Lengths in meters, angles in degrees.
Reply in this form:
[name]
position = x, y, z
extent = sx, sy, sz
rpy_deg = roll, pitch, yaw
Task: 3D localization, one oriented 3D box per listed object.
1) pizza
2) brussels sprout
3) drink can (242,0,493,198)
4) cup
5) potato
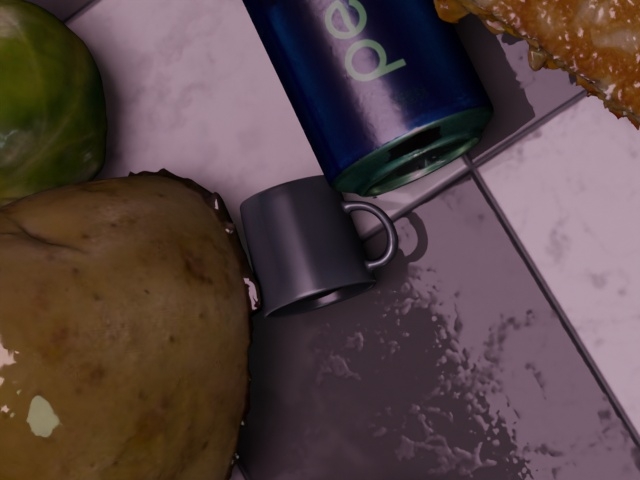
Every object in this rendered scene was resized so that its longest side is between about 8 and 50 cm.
[pizza]
position = 0.173, -0.143, 1.001
extent = 0.188, 0.062, 0.199
rpy_deg = -26, 91, -4
[brussels sprout]
position = -0.213, -0.100, 1.118
extent = 0.122, 0.151, 0.149
rpy_deg = -27, 53, -9
[drink can]
position = 0.020, -0.136, 1.031
extent = 0.118, 0.118, 0.205
rpy_deg = -28, 83, 19
[cup]
position = 0.000, 0.000, 1.066
extent = 0.100, 0.078, 0.077
rpy_deg = -19, 81, 12
[potato]
position = -0.178, 0.092, 1.048
extent = 0.242, 0.242, 0.285
rpy_deg = 33, 113, 17
